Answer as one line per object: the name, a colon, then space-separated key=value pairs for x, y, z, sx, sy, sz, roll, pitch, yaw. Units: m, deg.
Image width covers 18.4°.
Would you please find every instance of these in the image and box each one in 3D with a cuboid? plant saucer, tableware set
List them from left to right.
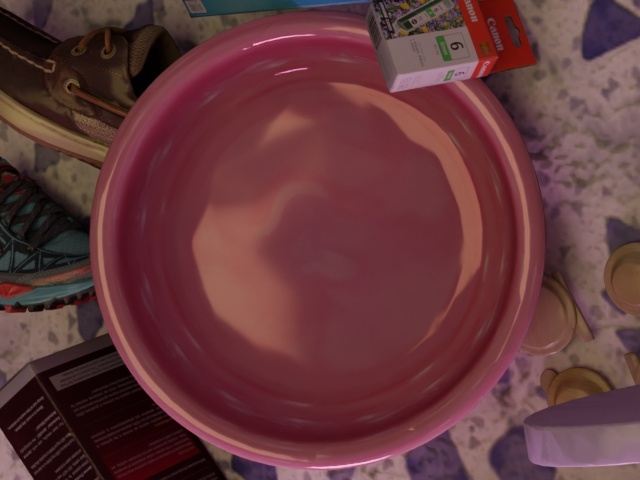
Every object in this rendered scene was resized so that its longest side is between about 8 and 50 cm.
plant saucer: x=0.000 y=0.000 z=1.453 sx=0.332 sy=0.084 sz=0.332 roll=0 pitch=90 yaw=7
tableware set: x=0.210 y=0.077 z=1.438 sx=0.169 sy=0.020 sz=0.141 roll=-16 pitch=95 yaw=34

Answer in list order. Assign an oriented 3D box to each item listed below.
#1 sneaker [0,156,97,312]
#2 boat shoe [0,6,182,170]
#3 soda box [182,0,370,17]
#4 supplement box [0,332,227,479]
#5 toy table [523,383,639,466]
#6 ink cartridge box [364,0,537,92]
sneaker: x=-0.270 y=-0.007 z=1.678 sx=0.262 sy=0.104 sz=0.125 roll=4 pitch=102 yaw=32
boat shoe: x=-0.152 y=-0.119 z=1.572 sx=0.342 sy=0.123 sz=0.123 roll=34 pitch=109 yaw=18
soda box: x=-0.026 y=-0.214 z=1.444 sx=0.210 sy=0.071 sz=0.067 roll=4 pitch=130 yaw=49
supplement box: x=-0.156 y=0.200 z=1.639 sx=0.073 sy=0.130 sz=0.239 roll=-42 pitch=77 yaw=33
toy table: x=0.283 y=0.171 z=1.293 sx=0.274 sy=0.252 sz=0.161 roll=-10 pitch=93 yaw=11
ink cartridge box: x=0.095 y=-0.146 z=1.395 sx=0.029 sy=0.115 sz=0.063 roll=113 pitch=142 yaw=-63
